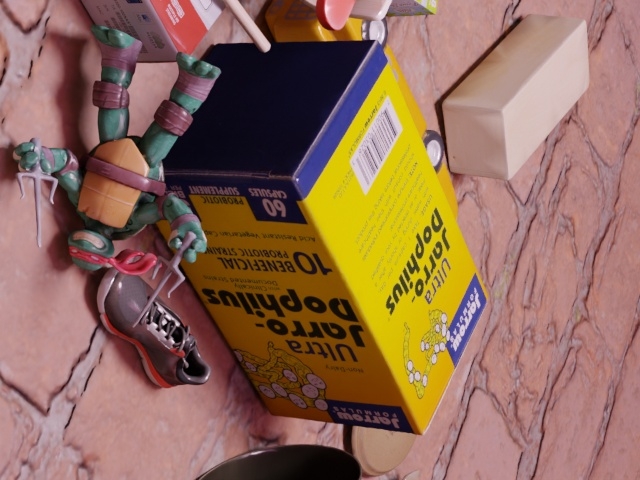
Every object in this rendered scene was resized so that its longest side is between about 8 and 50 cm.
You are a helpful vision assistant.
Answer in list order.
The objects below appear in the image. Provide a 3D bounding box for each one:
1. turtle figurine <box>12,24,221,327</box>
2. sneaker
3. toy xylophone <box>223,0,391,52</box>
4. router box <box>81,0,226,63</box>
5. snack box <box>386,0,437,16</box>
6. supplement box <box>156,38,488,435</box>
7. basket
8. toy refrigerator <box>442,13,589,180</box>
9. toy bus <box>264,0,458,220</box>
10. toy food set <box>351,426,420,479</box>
[{"bbox_3d":[-0.176,-0.056,1.276,0.175,0.118,0.234,18,90,-13],"label":"turtle figurine"},{"bbox_3d":[-0.146,0.079,1.371,0.158,0.065,0.061,57,48,-42],"label":"sneaker"},{"bbox_3d":[-0.029,-0.311,1.344,0.322,0.081,0.236,40,61,-50],"label":"toy xylophone"},{"bbox_3d":[-0.151,-0.379,1.304,0.301,0.082,0.335,-61,139,-33],"label":"router box"},{"bbox_3d":[0.065,-0.361,1.645,0.207,0.070,0.174,18,78,-58],"label":"snack box"},{"bbox_3d":[0.000,0.000,1.467,0.195,0.194,0.356,-60,138,-34],"label":"supplement box"},{"bbox_3d":[-0.038,0.345,1.491,0.204,0.154,0.227,-25,117,-55],"label":"basket"},{"bbox_3d":[0.254,-0.191,1.930,0.269,0.094,0.102,-46,136,-44],"label":"toy refrigerator"},{"bbox_3d":[0.040,-0.112,1.597,0.130,0.108,0.333,-61,139,-30],"label":"toy bus"},{"bbox_3d":[0.073,0.215,1.750,0.132,0.038,0.192,-12,109,-48],"label":"toy food set"}]
